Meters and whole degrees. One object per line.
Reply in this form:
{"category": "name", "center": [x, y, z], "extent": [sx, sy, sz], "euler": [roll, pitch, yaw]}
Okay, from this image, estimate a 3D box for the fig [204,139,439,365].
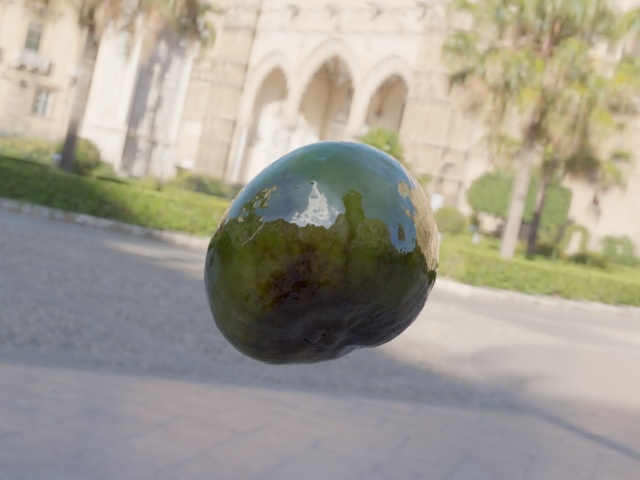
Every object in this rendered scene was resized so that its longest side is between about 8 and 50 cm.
{"category": "fig", "center": [0.004, 0.009, 0.715], "extent": [0.153, 0.136, 0.120], "euler": [-22, 67, -46]}
